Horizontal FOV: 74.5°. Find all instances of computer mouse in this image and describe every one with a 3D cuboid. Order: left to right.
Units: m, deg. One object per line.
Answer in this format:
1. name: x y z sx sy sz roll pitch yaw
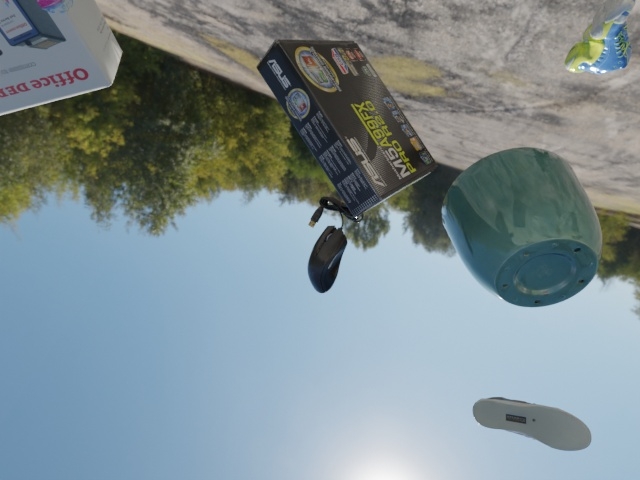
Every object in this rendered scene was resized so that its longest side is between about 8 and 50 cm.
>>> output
1. computer mouse: 0.000 0.000 1.149 0.060 0.261 0.184 13 -165 -40

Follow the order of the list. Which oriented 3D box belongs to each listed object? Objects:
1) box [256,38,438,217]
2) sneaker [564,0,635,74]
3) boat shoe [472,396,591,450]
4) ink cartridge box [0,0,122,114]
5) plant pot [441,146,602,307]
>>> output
1. box: 0.055 -0.191 0.671 0.216 0.060 0.269 -30 -94 -49
2. sneaker: 0.686 -0.474 0.981 0.126 0.091 0.240 21 173 8
3. boat shoe: 0.373 0.316 0.749 0.184 0.065 0.083 5 171 30
4. ink cartridge box: -0.317 -0.240 0.395 0.155 0.212 0.093 -13 -129 1
5. plant pot: 0.420 -0.007 0.868 0.294 0.292 0.235 16 -141 -10
